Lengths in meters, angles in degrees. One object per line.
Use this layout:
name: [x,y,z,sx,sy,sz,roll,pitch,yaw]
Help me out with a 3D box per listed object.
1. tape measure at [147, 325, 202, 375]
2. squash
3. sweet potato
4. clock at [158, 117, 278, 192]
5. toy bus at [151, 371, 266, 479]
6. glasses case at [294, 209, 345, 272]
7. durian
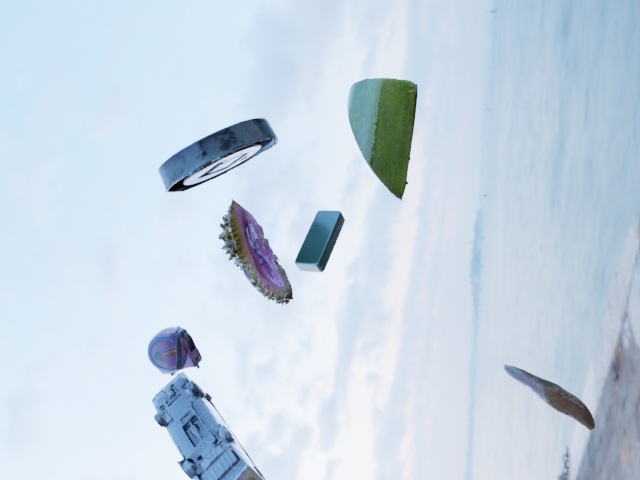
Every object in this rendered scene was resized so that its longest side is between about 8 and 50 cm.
tape measure: [-0.378,0.286,1.611,0.074,0.118,0.125,-51,-57,-74]
squash: [0.106,-0.212,1.332,0.093,0.169,0.252,13,-97,-41]
sweet potato: [0.571,0.381,1.545,0.058,0.255,0.078,-58,-12,-3]
clock: [-0.265,-0.218,1.624,0.067,0.325,0.325,63,-163,-2]
toy bus: [-0.202,0.363,1.135,0.097,0.342,0.138,-44,-59,-11]
glasses case: [0.000,0.000,1.671,0.039,0.078,0.184,59,-136,-44]
durian: [-0.204,0.050,1.790,0.112,0.191,0.341,-34,-82,-25]
